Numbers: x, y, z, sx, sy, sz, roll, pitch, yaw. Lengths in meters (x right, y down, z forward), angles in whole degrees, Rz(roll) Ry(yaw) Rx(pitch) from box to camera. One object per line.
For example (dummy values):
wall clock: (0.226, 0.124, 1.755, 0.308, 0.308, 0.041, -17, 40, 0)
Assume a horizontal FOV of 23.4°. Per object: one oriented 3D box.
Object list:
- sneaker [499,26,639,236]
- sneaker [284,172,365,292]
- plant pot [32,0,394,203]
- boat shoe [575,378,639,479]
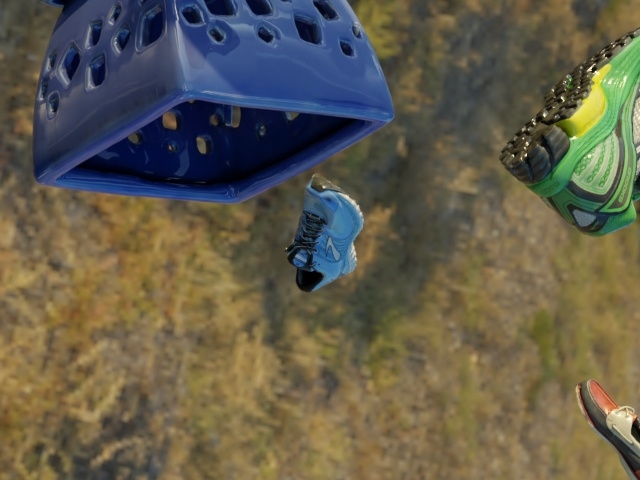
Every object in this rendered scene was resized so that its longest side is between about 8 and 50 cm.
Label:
sneaker: (0.308, -0.114, 1.633, 0.134, 0.146, 0.343, -32, -169, 44)
sneaker: (0.000, 0.000, 1.587, 0.073, 0.063, 0.162, -41, 150, -27)
plant pot: (-0.106, -0.172, 1.355, 0.236, 0.236, 0.212, 5, 70, -41)
boat shoe: (0.322, 0.200, 1.633, 0.049, 0.137, 0.043, -19, 160, -50)
